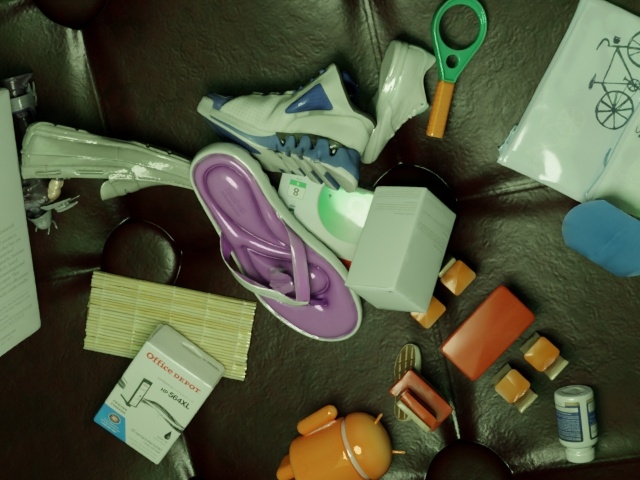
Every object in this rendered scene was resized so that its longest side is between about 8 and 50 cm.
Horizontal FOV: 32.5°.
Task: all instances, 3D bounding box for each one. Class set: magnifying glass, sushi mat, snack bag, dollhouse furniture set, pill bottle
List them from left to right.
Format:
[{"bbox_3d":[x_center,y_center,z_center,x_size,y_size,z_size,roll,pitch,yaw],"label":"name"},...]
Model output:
[{"bbox_3d":[-0.277,0.155,1.994,0.316,0.019,0.151,10,105,9],"label":"sushi mat"},{"bbox_3d":[0.210,-0.281,1.782,0.092,0.026,0.231,8,103,-17],"label":"magnifying glass"},{"bbox_3d":[0.239,0.191,1.814,0.262,0.135,0.259,43,94,1],"label":"dollhouse furniture set"},{"bbox_3d":[0.435,0.311,1.862,0.067,0.067,0.120,-6,100,12],"label":"pill bottle"},{"bbox_3d":[0.500,-0.194,1.758,0.342,0.037,0.323,28,106,5],"label":"snack bag"}]

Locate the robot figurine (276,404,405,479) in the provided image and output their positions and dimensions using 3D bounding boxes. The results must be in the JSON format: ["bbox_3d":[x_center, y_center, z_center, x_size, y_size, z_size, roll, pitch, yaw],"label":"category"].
[{"bbox_3d":[0.034,0.381,1.926,0.219,0.128,0.158,-27,61,15],"label":"robot figurine"}]

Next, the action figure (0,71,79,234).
[{"bbox_3d":[-0.520,-0.146,1.943,0.185,0.099,0.285,-14,103,6],"label":"action figure"}]

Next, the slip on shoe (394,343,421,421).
[{"bbox_3d":[0.160,0.248,1.918,0.051,0.041,0.135,0,86,47],"label":"slip on shoe"}]

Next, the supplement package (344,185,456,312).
[{"bbox_3d":[0.131,0.015,1.785,0.105,0.105,0.179,4,67,40],"label":"supplement package"}]

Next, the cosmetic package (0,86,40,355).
[{"bbox_3d":[-0.643,-0.035,1.890,0.230,0.161,0.453,8,114,22],"label":"cosmetic package"}]

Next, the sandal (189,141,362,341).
[{"bbox_3d":[-0.092,0.027,1.854,0.169,0.102,0.416,-30,107,29],"label":"sandal"}]

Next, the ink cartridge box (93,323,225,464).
[{"bbox_3d":[-0.289,0.275,1.974,0.148,0.086,0.203,35,113,-1],"label":"ink cartridge box"}]

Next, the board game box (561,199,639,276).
[{"bbox_3d":[0.478,-0.011,1.787,0.168,0.033,0.133,31,143,1],"label":"board game box"}]

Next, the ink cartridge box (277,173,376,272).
[{"bbox_3d":[0.000,0.000,1.890,0.181,0.056,0.225,16,103,8],"label":"ink cartridge box"}]

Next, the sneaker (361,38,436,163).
[{"bbox_3d":[0.130,-0.218,1.813,0.094,0.080,0.212,14,111,-17],"label":"sneaker"}]

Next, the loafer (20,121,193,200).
[{"bbox_3d":[-0.350,-0.121,1.879,0.319,0.112,0.111,12,95,-6],"label":"loafer"}]

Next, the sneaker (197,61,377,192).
[{"bbox_3d":[-0.029,-0.205,1.812,0.315,0.127,0.182,22,73,31],"label":"sneaker"}]
